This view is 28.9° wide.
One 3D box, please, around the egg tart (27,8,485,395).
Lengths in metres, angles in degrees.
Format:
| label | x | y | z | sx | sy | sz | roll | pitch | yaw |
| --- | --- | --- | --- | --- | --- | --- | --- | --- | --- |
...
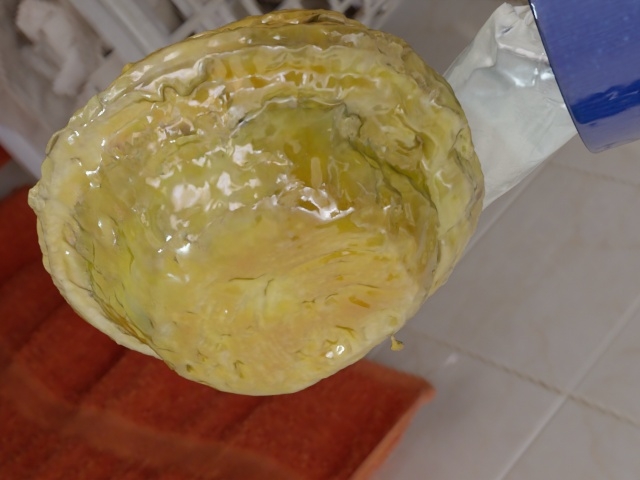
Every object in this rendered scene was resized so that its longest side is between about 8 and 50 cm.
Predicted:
| label | x | y | z | sx | sy | sz | roll | pitch | yaw |
| --- | --- | --- | --- | --- | --- | --- | --- | --- | --- |
| egg tart | -0.032 | 0.004 | 0.795 | 0.319 | 0.319 | 0.128 | 70 | -175 | -47 |

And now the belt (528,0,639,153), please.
| label | x | y | z | sx | sy | sz | roll | pitch | yaw |
| --- | --- | --- | --- | --- | --- | --- | --- | --- | --- |
| belt | 0.121 | -0.209 | 0.514 | 0.212 | 0.117 | 0.347 | 34 | -138 | -62 |

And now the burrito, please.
| label | x | y | z | sx | sy | sz | roll | pitch | yaw |
| --- | --- | --- | --- | --- | --- | --- | --- | --- | --- |
| burrito | 0.135 | -0.086 | 1.267 | 0.139 | 0.101 | 0.445 | 27 | 143 | -14 |
